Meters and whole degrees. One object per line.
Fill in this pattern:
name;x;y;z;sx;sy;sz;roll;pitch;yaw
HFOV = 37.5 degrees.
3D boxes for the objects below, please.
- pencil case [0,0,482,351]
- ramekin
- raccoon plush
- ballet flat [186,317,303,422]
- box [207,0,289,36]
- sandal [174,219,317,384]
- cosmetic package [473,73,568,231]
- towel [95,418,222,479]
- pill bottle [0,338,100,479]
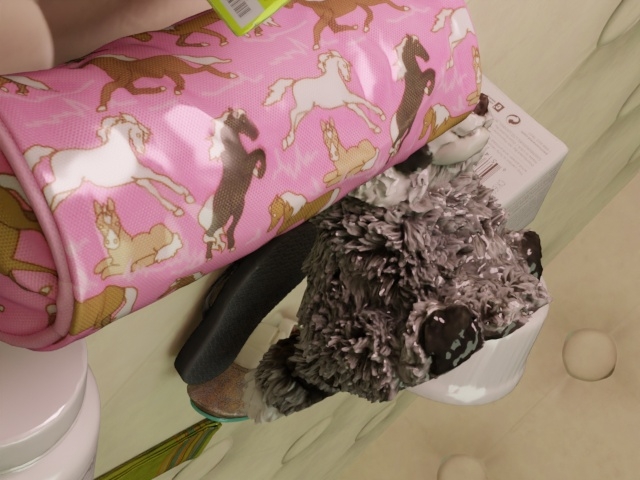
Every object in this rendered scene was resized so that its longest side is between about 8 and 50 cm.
pencil case;-0.060;-0.081;0.601;0.386;0.167;0.160;-29;-165;-39
ramekin;0.181;0.082;1.316;0.277;0.277;0.135;-24;145;-46
raccoon plush;0.000;0.000;0.906;0.446;0.299;0.216;-30;-179;30
ballet flat;-0.071;0.154;1.237;0.106;0.107;0.316;-69;162;9
box;-0.020;-0.182;0.526;0.109;0.042;0.178;-35;-152;10
sandal;-0.094;0.063;1.046;0.097;0.054;0.254;1;136;-51
cosmetic package;0.179;-0.071;1.156;0.151;0.151;0.184;-38;161;-18
towel;-0.243;0.326;1.336;0.237;0.021;0.102;-21;150;-49
pill bottle;-0.255;0.159;0.736;0.160;0.160;0.283;-31;157;-33
